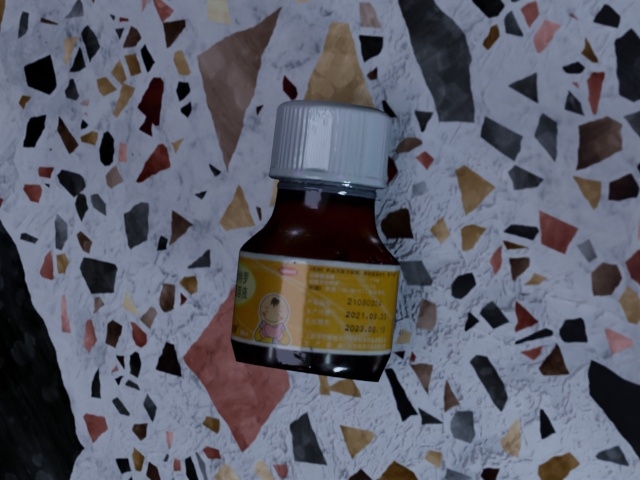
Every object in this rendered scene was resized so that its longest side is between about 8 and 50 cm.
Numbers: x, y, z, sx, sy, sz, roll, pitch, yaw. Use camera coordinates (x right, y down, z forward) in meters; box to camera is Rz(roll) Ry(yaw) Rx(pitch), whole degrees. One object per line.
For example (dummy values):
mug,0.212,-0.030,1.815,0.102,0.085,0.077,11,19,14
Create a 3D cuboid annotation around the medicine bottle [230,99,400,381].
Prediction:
medicine bottle,0.000,0.000,1.978,0.242,0.242,0.395,2,85,36
